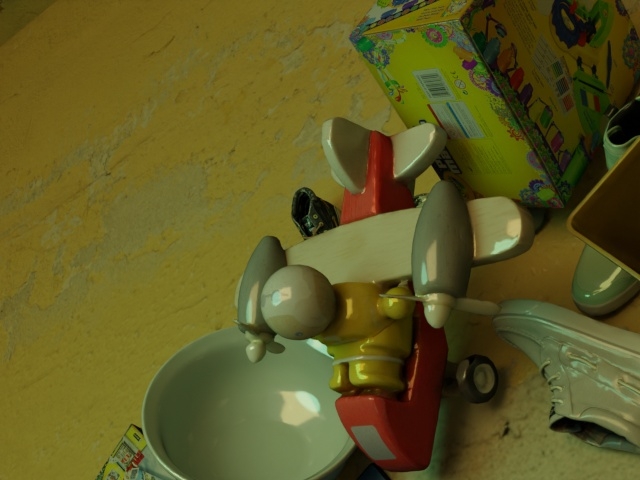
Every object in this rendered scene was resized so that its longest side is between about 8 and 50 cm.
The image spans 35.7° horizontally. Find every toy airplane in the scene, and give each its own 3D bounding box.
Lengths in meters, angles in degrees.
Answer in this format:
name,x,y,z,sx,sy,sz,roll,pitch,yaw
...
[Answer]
name,x,y,z,sx,sy,sz,roll,pitch,yaw
toy airplane,0.044,0.037,1.181,0.384,0.272,0.386,45,127,36

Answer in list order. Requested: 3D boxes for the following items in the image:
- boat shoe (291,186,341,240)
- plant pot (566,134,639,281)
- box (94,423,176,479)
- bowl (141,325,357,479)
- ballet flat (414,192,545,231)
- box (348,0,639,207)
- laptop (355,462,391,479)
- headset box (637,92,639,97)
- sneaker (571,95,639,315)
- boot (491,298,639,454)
name,x,y,z,sx,sy,sz,roll,pitch,yaw
boat shoe,0.000,0.000,1.521,0.065,0.083,0.183,-37,41,20
plant pot,0.424,-0.006,1.004,0.212,0.187,0.212,-50,38,5
box,-0.273,0.404,1.532,0.233,0.044,0.159,27,83,52
bowl,-0.082,0.259,1.326,0.298,0.134,0.298,-1,39,1
ballet flat,0.201,-0.035,1.353,0.213,0.068,0.072,-1,62,45
box,0.235,-0.239,1.244,0.177,0.290,0.279,3,49,48
laptop,-0.043,0.481,1.095,0.382,0.408,0.236,43,130,52
headset box,0.427,-0.165,1.246,0.062,0.032,0.083,22,78,51
sneaker,0.341,-0.047,1.151,0.094,0.151,0.256,24,82,50
boot,0.276,0.151,1.111,0.258,0.095,0.123,15,67,49
